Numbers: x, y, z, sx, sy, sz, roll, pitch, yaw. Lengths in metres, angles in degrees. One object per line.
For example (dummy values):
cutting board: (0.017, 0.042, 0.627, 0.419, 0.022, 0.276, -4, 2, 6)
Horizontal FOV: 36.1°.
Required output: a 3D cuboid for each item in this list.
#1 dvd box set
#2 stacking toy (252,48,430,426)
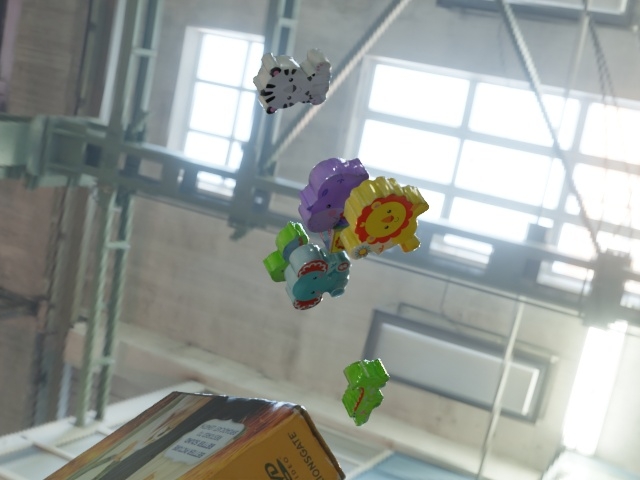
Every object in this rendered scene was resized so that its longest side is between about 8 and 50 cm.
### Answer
dvd box set: (-0.216, 0.244, 0.653, 0.420, 0.307, 0.062, -33, -83, -23)
stacking toy: (0.000, 0.000, 0.673, 0.052, 0.167, 0.221, -11, -44, -20)
